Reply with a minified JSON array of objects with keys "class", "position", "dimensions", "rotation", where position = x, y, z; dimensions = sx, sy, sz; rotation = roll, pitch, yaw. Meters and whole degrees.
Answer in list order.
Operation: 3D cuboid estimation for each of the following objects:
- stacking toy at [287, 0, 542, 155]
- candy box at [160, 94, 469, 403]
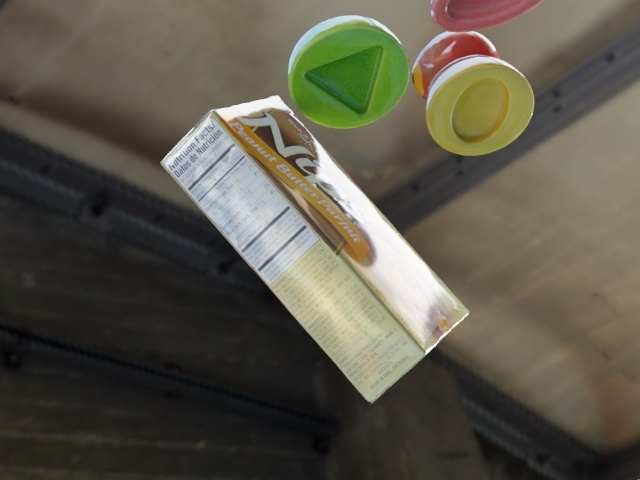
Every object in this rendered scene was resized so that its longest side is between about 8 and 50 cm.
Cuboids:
[{"class":"stacking toy","position":[0.104,-0.255,1.619],"dimensions":[0.280,0.309,0.130],"rotation":[2,-141,-13]},{"class":"candy box","position":[0.000,0.000,1.530],"dimensions":[0.316,0.087,0.183],"rotation":[48,-160,6]}]
